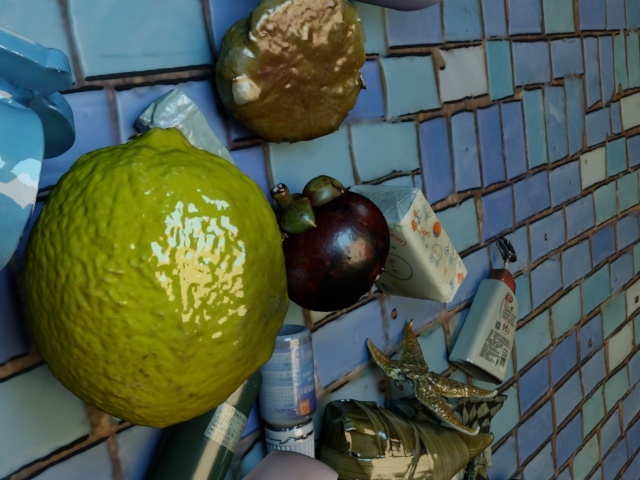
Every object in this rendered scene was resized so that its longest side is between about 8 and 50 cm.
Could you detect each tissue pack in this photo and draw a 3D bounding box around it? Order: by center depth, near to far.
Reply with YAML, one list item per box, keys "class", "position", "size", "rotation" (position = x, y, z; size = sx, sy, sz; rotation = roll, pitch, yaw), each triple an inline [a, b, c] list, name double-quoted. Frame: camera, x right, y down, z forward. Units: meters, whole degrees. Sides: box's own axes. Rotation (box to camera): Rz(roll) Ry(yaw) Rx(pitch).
- class: "tissue pack"
  position: [0.128, 0.007, 1.119]
  size: [0.196, 0.148, 0.092]
  rotation: [52, 59, -35]

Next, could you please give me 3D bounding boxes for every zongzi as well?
- class: "zongzi"
  position: [0.120, 0.399, 1.073]
  size: [0.288, 0.134, 0.286]
  rotation: [11, 96, -21]

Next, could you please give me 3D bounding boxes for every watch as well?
- class: "watch"
  position: [-0.314, -0.069, 0.609]
  size: [0.211, 0.210, 0.193]
  rotation: [20, 60, -46]

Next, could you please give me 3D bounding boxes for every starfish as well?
- class: "starfish"
  position: [0.185, 0.228, 1.147]
  size: [0.138, 0.247, 0.050]
  rotation: [-12, 130, -40]

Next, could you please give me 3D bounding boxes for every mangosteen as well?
- class: "mangosteen"
  position: [0.000, 0.000, 0.978]
  size: [0.199, 0.199, 0.200]
  rotation: [-2, 93, -47]

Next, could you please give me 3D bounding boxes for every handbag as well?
- class: "handbag"
  position: [0.248, 0.478, 1.266]
  size: [0.316, 0.180, 0.417]
  rotation: [5, 82, -55]

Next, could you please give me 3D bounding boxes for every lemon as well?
- class: "lemon"
  position: [-0.165, 0.048, 0.714]
  size: [0.268, 0.268, 0.322]
  rotation: [-20, 111, -45]

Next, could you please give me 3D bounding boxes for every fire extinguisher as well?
- class: "fire extinguisher"
  position: [-0.138, 0.221, 0.886]
  size: [0.118, 0.093, 0.295]
  rotation: [49, 57, -51]

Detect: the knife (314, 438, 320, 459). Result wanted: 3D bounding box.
- class: "knife"
  position: [-0.058, 0.431, 1.029]
  size: [0.043, 0.019, 0.293]
  rotation: [44, 59, -40]

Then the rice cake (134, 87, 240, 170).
- class: "rice cake"
  position: [-0.147, -0.096, 0.879]
  size: [0.069, 0.063, 0.206]
  rotation: [-54, 128, -24]

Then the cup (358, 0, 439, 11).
- class: "cup"
  position: [0.029, -0.454, 0.926]
  size: [0.371, 0.253, 0.254]
  rotation: [-9, 98, -43]

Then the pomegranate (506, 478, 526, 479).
- class: "pomegranate"
  position: [0.431, 0.586, 1.485]
  size: [0.163, 0.125, 0.138]
  rotation: [56, 41, -33]

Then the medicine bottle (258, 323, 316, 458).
- class: "medicine bottle"
  position: [-0.048, 0.225, 0.986]
  size: [0.083, 0.083, 0.203]
  rotation: [-9, 100, -46]

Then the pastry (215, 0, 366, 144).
- class: "pastry"
  position: [-0.031, -0.229, 0.930]
  size: [0.218, 0.100, 0.229]
  rotation: [-41, 134, -6]

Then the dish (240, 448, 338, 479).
- class: "dish"
  position: [-0.083, 0.348, 0.898]
  size: [0.090, 0.213, 0.213]
  rotation: [44, 50, 10]

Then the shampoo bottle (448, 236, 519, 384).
- class: "shampoo bottle"
  position: [0.350, 0.140, 1.423]
  size: [0.153, 0.071, 0.284]
  rotation: [37, 63, -39]
